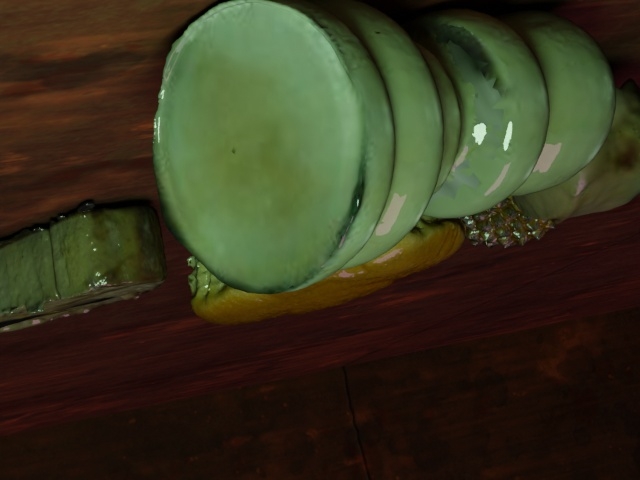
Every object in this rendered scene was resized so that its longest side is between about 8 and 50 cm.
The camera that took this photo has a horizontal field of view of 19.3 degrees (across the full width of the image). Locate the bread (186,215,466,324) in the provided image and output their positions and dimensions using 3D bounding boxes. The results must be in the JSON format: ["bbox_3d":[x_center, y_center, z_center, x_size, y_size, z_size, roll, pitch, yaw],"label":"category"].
[{"bbox_3d":[0.000,0.000,1.662,0.245,0.121,0.174,-21,168,23],"label":"bread"}]

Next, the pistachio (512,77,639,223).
[{"bbox_3d":[0.209,-0.071,1.536,0.129,0.131,0.206,28,170,3],"label":"pistachio"}]

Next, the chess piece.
[{"bbox_3d":[0.067,-0.077,1.215,0.182,0.182,0.330,-23,172,42],"label":"chess piece"}]

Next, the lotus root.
[{"bbox_3d":[-0.235,0.033,1.650,0.261,0.074,0.170,-22,171,40],"label":"lotus root"}]

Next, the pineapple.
[{"bbox_3d":[0.145,-0.026,1.807,0.221,0.103,0.083,-9,135,-27],"label":"pineapple"}]
